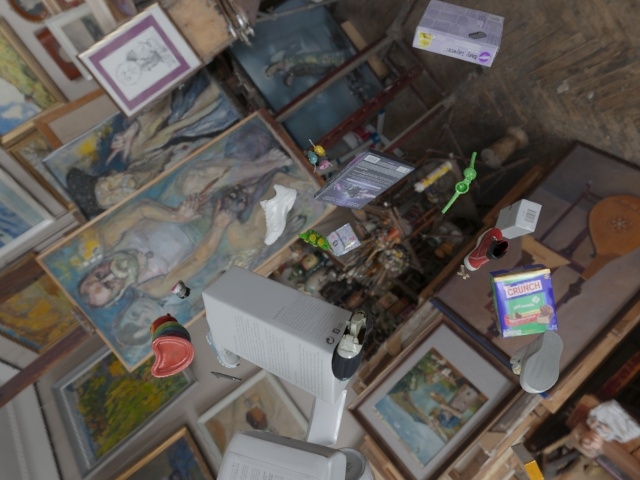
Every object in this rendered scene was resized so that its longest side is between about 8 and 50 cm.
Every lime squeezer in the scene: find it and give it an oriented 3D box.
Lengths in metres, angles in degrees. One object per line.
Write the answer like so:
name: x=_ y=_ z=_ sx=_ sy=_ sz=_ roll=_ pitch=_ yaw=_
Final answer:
lime squeezer: x=0.631 y=-0.264 z=1.886 sx=0.058 sy=0.311 sz=0.110 roll=27 pitch=-179 yaw=-21

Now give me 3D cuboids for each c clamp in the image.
c clamp: x=-0.396 y=0.579 z=1.795 sx=0.160 sy=0.022 sz=0.137 roll=8 pitch=152 yaw=21

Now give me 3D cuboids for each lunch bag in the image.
lunch bag: x=0.068 y=0.000 z=1.278 sx=0.071 sy=0.083 sz=0.053 roll=63 pitch=-172 yaw=16

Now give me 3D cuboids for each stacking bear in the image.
stacking bear: x=-0.632 y=0.407 z=1.762 sx=0.289 sy=0.164 sz=0.176 roll=33 pitch=119 yaw=58

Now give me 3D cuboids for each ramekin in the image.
ramekin: x=0.093 y=0.858 z=1.539 sx=0.207 sy=0.207 sz=0.109 roll=28 pitch=136 yaw=59

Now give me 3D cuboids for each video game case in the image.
video game case: x=0.135 y=-0.187 z=1.352 sx=0.274 sy=0.196 sz=0.026 roll=-35 pitch=55 yaw=45

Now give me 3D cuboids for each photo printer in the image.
photo printer: x=-0.106 y=0.568 z=0.932 sx=0.307 sy=0.256 sz=0.107 roll=-4 pitch=156 yaw=32

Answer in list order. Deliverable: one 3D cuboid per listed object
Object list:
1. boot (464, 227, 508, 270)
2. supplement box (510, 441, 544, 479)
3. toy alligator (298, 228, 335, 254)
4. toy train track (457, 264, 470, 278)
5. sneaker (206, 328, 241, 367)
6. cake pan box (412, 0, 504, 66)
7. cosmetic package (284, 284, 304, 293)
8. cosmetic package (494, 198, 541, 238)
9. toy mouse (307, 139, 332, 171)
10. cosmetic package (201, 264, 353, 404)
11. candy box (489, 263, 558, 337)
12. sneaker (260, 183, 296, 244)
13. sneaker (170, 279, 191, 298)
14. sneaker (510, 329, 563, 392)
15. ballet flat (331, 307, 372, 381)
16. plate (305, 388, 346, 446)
boot: x=0.688 y=0.012 z=1.653 sx=0.088 sy=0.244 sz=0.176 roll=48 pitch=148 yaw=0
supplement box: x=0.598 y=0.642 z=1.227 sx=0.062 sy=0.036 sz=0.098 roll=63 pitch=-176 yaw=-2
toy alligator: x=0.000 y=0.000 z=1.655 sx=0.189 sy=0.051 sz=0.056 roll=27 pitch=163 yaw=-22
toy train track: x=0.533 y=0.113 z=1.578 sx=0.048 sy=0.083 sz=0.014 roll=16 pitch=123 yaw=1
sneaker: x=-0.366 y=0.393 z=1.588 sx=0.190 sy=0.071 sz=0.083 roll=43 pitch=139 yaw=22
cake pan box: x=0.433 y=-0.654 z=1.316 sx=0.245 sy=0.267 sz=0.070 roll=19 pitch=140 yaw=6
cosmetic package: x=-0.143 y=0.355 z=1.779 sx=0.113 sy=0.160 sz=0.310 roll=-1 pitch=98 yaw=31
cosmetic package: x=0.809 y=-0.085 z=1.753 sx=0.085 sy=0.117 sz=0.231 roll=20 pitch=173 yaw=3
toy mouse: x=-0.005 y=-0.370 z=1.936 sx=0.161 sy=0.143 sz=0.031 roll=37 pitch=142 yaw=-27
cosmetic package: x=-0.118 y=0.268 z=1.262 sx=0.453 sy=0.161 sz=0.230 roll=19 pitch=130 yaw=24
candy box: x=1.005 y=0.298 z=2.106 sx=0.122 sy=0.268 sz=0.317 roll=-49 pitch=-52 yaw=-79
sneaker: x=-0.177 y=-0.100 z=1.560 sx=0.115 sy=0.232 sz=0.090 roll=21 pitch=177 yaw=-16
sneaker: x=-0.615 y=0.222 z=1.875 sx=0.075 sy=0.063 sz=0.170 roll=42 pitch=168 yaw=-13
sneaker: x=0.726 y=0.446 z=1.462 sx=0.108 sy=0.292 sz=0.169 roll=43 pitch=136 yaw=16
ballet flat: x=0.073 y=0.232 z=0.995 sx=0.074 sy=0.203 sz=0.074 roll=12 pitch=126 yaw=18
plate: x=0.019 y=0.865 z=2.064 sx=0.045 sy=0.278 sz=0.277 roll=7 pitch=170 yaw=34
